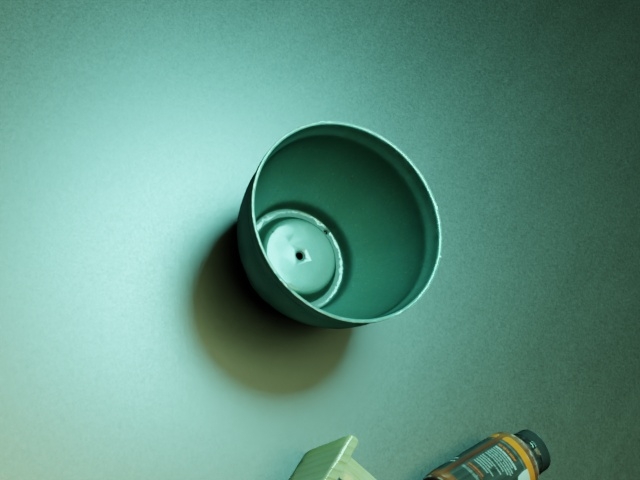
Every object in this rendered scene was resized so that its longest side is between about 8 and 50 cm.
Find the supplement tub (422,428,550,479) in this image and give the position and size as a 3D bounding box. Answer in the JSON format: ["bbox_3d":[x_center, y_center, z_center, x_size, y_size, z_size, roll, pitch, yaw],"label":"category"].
[{"bbox_3d":[0.253,0.354,1.523,0.197,0.106,0.106,-23,83,-31],"label":"supplement tub"}]

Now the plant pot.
[{"bbox_3d":[0.000,0.000,1.475,0.293,0.196,0.293,9,68,-24],"label":"plant pot"}]

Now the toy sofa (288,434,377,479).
[{"bbox_3d":[0.094,0.448,1.382,0.362,0.150,0.177,42,57,-7],"label":"toy sofa"}]
